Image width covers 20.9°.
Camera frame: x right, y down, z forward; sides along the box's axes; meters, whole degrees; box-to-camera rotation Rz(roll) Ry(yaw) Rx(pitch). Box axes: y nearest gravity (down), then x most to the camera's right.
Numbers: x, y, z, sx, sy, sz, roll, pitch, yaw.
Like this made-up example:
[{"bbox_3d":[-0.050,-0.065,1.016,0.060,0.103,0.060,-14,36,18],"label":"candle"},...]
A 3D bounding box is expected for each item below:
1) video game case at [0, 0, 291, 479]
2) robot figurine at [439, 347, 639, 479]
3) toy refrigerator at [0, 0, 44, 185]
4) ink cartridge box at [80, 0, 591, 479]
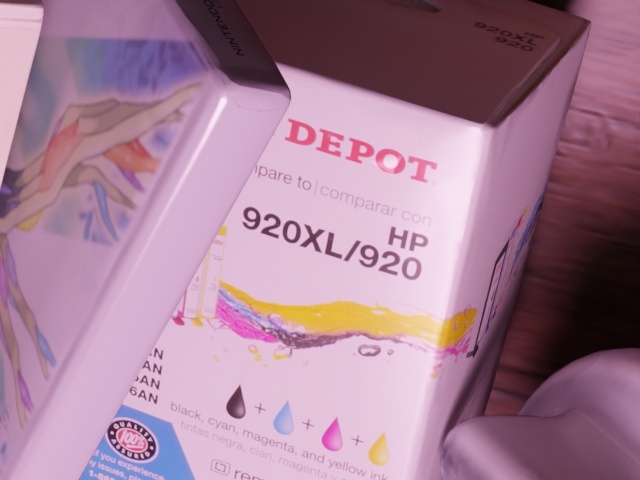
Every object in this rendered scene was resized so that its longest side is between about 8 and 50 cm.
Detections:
[{"bbox_3d":[-0.153,-0.035,0.752,0.036,0.300,0.329,3,132,-37],"label":"video game case"},{"bbox_3d":[0.216,0.153,0.807,0.353,0.200,0.300,3,115,-28],"label":"robot figurine"},{"bbox_3d":[-0.208,-0.118,0.728,0.094,0.269,0.102,0,123,-33],"label":"toy refrigerator"},{"bbox_3d":[0.000,0.000,0.796,0.171,0.168,0.232,18,118,14],"label":"ink cartridge box"}]
